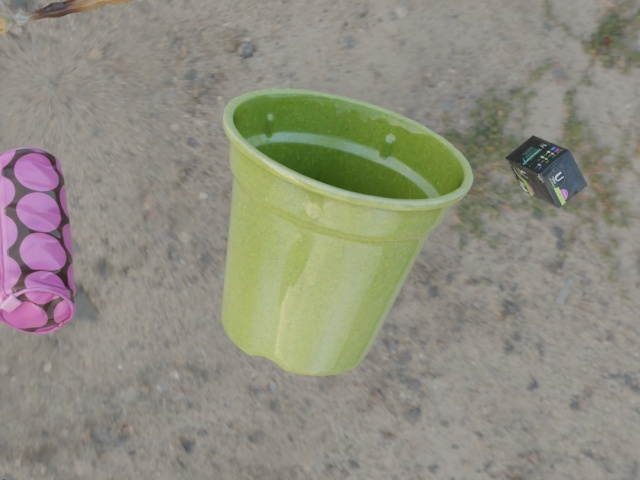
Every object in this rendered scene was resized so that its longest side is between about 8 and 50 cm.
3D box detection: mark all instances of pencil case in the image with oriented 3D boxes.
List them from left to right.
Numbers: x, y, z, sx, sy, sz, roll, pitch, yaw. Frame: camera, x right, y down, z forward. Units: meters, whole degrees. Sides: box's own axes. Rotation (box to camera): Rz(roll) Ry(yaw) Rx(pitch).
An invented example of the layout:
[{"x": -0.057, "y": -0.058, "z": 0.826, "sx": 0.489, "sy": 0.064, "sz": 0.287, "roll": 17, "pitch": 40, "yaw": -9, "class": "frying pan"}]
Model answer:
[{"x": -0.334, "y": -0.003, "z": 1.229, "sx": 0.095, "sy": 0.098, "sz": 0.209, "roll": -25, "pitch": 61, "yaw": 15, "class": "pencil case"}]

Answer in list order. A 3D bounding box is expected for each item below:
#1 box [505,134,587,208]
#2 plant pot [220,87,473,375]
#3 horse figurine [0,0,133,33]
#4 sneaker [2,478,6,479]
[{"x": 0.289, "y": -0.089, "z": 1.395, "sx": 0.052, "sy": 0.083, "sz": 0.062, "roll": -39, "pitch": 120, "yaw": -8, "class": "box"}, {"x": 0.000, "y": 0.000, "z": 1.218, "sx": 0.276, "sy": 0.276, "sz": 0.253, "roll": 9, "pitch": 118, "yaw": -15, "class": "plant pot"}, {"x": -0.112, "y": -0.200, "z": 0.754, "sx": 0.174, "sy": 0.263, "sz": 0.066, "roll": -33, "pitch": 111, "yaw": -42, "class": "horse figurine"}, {"x": -0.202, "y": 0.163, "z": 0.379, "sx": 0.237, "sy": 0.085, "sz": 0.086, "roll": -32, "pitch": 82, "yaw": -2, "class": "sneaker"}]
